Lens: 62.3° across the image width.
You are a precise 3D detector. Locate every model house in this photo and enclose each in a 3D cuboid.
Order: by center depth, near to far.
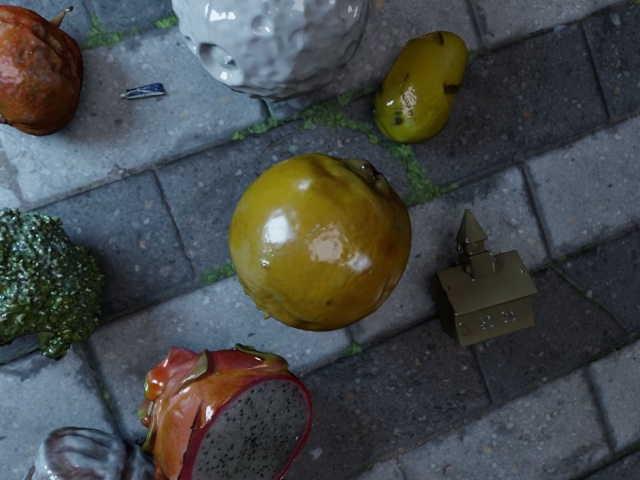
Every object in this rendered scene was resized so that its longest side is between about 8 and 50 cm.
[{"bbox_3d":[0.309,0.056,1.076,0.180,0.176,0.248,-12,99,-11],"label":"model house"}]

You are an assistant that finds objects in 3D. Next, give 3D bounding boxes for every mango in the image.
[{"bbox_3d":[0.207,-0.314,1.071,0.167,0.130,0.262,30,82,-16],"label":"mango"}]

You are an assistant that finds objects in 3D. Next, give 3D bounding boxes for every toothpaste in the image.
[{"bbox_3d":[-0.342,-0.285,1.016,0.083,0.019,0.027,-16,78,-14],"label":"toothpaste"}]

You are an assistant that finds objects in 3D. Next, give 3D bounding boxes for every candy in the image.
[{"bbox_3d":[-0.378,0.449,0.934,0.289,0.214,0.157,34,90,-20],"label":"candy"}]

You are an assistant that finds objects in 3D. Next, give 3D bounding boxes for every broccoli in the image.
[{"bbox_3d":[-0.502,0.067,0.887,0.235,0.259,0.288,-34,101,-23],"label":"broccoli"}]

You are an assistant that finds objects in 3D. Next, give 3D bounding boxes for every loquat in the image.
[{"bbox_3d":[0.000,0.000,0.947,0.328,0.328,0.329,0,92,-11],"label":"loquat"}]

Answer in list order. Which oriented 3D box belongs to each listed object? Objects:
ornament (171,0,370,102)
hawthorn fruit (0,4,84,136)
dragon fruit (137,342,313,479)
[{"bbox_3d":[-0.084,-0.399,0.897,0.336,0.337,0.338,0,92,-11],"label":"ornament"},{"bbox_3d":[-0.496,-0.313,0.899,0.207,0.207,0.243,28,77,-11],"label":"hawthorn fruit"},{"bbox_3d":[-0.187,0.312,0.964,0.305,0.225,0.306,-21,121,-38],"label":"dragon fruit"}]
